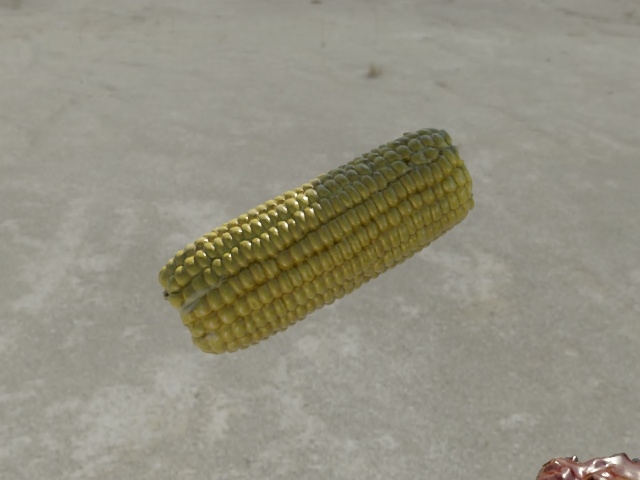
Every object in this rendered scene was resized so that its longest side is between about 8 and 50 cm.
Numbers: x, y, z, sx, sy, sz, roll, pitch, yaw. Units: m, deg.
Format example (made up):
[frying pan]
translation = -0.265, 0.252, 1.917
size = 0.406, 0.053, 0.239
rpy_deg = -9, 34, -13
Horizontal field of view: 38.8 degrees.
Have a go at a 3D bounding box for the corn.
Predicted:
[corn]
translation = 0.000, 0.000, 0.680
size = 0.244, 0.093, 0.093
rpy_deg = -29, 31, -8

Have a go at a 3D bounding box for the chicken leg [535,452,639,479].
[chicken leg]
translation = 0.220, 0.157, 0.559
size = 0.158, 0.096, 0.407
rpy_deg = 37, 36, 15
